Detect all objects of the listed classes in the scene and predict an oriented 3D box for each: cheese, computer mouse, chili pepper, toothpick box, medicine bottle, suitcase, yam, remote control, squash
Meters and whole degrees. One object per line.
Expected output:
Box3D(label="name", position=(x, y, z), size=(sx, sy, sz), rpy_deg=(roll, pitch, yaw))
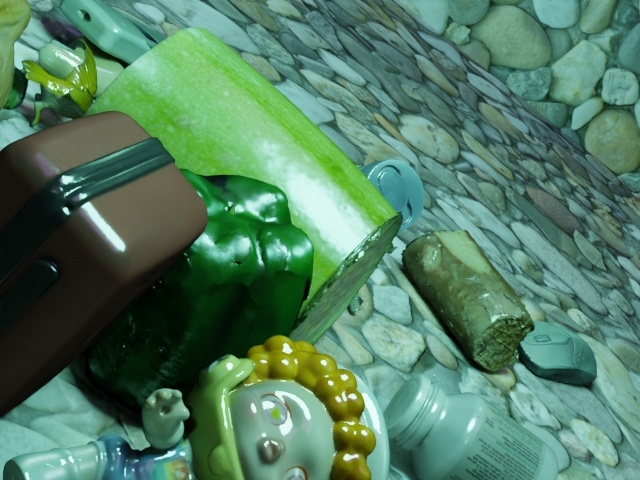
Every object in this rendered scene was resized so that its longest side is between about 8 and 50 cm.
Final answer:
Box3D(label="cheese", position=(-0.310, -0.235, 1.859), size=(0.235, 0.050, 0.127), rpy_deg=(31, 22, -14))
Box3D(label="computer mouse", position=(0.412, 0.189, 2.160), size=(0.229, 0.068, 0.113), rpy_deg=(18, 30, -41))
Box3D(label="chili pepper", position=(-0.137, 0.054, 1.365), size=(0.248, 0.257, 0.233), rpy_deg=(-2, 46, -48))
Box3D(label="toothpick box", position=(0.065, -0.058, 1.755), size=(0.101, 0.101, 0.153), rpy_deg=(28, -15, -26))
Box3D(label="medicine bottle", position=(0.187, 0.270, 1.603), size=(0.215, 0.135, 0.135), rpy_deg=(36, 24, -9))
Box3D(label="suitcase", position=(-0.266, 0.029, 1.158), size=(0.161, 0.297, 0.236), rpy_deg=(49, 24, 1))
Box3D(label="yam", position=(0.242, 0.090, 2.022), size=(0.238, 0.129, 0.128), rpy_deg=(58, -6, 34))
Box3D(label="remote control", position=(-0.283, -0.307, 1.964), size=(0.140, 0.056, 0.296), rpy_deg=(45, 11, 28))
Box3D(label="squash", position=(-0.099, -0.061, 1.611), size=(0.384, 0.263, 0.263), rpy_deg=(44, 24, 9))

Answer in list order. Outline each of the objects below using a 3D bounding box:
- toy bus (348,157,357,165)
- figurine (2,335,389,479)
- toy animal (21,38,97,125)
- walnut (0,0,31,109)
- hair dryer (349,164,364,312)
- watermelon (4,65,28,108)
Box3D(label="toy bus", position=(0.002, -0.086, 1.973), size=(0.265, 0.120, 0.121), rpy_deg=(42, 21, 1))
Box3D(label="figurine", position=(-0.123, 0.206, 1.204), size=(0.382, 0.205, 0.224), rpy_deg=(9, 66, -31))
Box3D(label="toy animal", position=(-0.345, -0.183, 1.679), size=(0.095, 0.155, 0.219), rpy_deg=(-5, 34, -5))
Box3D(label="walnut", position=(-0.457, -0.224, 1.346), size=(0.285, 0.296, 0.285), rpy_deg=(-4, 14, 1))
Box3D(label="hair dryer", position=(-0.028, -0.018, 1.850), size=(0.219, 0.225, 0.088), rpy_deg=(11, -13, -8))
Box3D(label="watermelon", position=(-0.470, -0.246, 1.629), size=(0.187, 0.071, 0.139), rpy_deg=(11, 32, -47))
